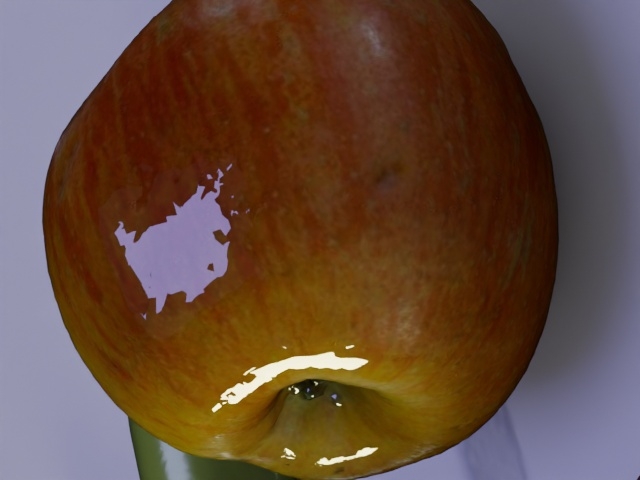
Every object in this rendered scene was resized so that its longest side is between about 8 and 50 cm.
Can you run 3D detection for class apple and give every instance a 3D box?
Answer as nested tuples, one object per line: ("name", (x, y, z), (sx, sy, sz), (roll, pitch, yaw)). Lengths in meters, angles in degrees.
("apple", (0.000, 0.000, 0.935), (0.301, 0.301, 0.301), (19, 113, 53))

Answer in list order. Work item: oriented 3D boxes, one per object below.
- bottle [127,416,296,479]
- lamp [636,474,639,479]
("bottle", (-0.084, 0.130, 1.233), (0.112, 0.112, 0.260), (-21, 81, 55))
("lamp", (0.244, 0.193, 0.655), (0.305, 0.239, 0.305), (-17, 51, 22))
